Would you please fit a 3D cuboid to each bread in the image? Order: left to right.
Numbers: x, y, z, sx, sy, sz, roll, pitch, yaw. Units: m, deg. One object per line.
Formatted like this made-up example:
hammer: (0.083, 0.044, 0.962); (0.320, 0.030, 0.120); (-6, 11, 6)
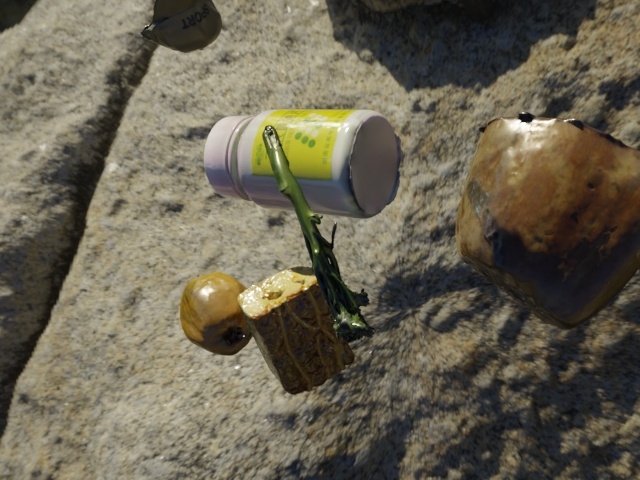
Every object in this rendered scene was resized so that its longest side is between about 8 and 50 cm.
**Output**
bread: (-0.044, 0.195, 1.484); (0.184, 0.275, 0.114); (-28, 41, -12)

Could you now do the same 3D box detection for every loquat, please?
loquat: (-0.245, 0.179, 1.695); (0.176, 0.187, 0.234); (-25, 38, -29)

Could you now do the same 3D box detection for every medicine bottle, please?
medicine bottle: (-0.041, -0.163, 1.448); (0.378, 0.213, 0.214); (7, 85, 34)

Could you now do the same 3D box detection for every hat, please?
hat: (-0.201, -0.364, 1.114); (0.085, 0.175, 0.147); (45, 66, -5)

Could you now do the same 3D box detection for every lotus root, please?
lotus root: (0.322, -0.019, 1.044); (0.316, 0.316, 0.250); (28, 83, 9)

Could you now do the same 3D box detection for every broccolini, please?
broccolini: (-0.003, -0.008, 0.806); (0.062, 0.123, 0.272); (-22, 78, -9)
